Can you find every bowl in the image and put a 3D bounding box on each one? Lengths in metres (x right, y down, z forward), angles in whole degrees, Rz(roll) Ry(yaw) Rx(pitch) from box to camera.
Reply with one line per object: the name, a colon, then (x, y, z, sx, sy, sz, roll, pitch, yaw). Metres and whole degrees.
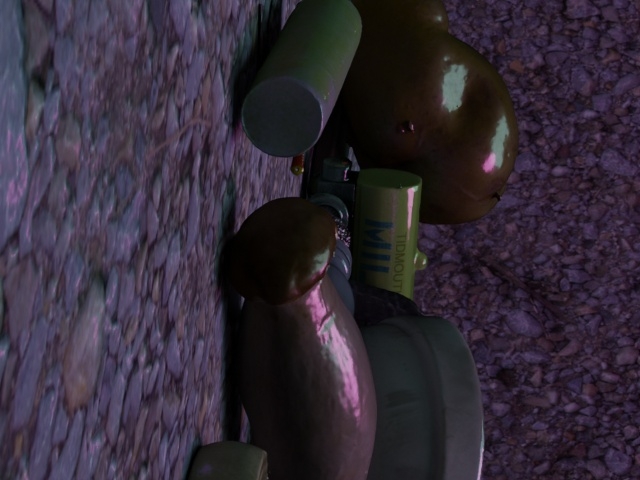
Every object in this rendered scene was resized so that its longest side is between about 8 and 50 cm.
bowl: (0.046, 0.227, 1.693, 0.307, 0.163, 0.307, -174, -90, -70)

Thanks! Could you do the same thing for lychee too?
lychee: (0.000, 0.000, 1.830, 0.067, 0.068, 0.083, -45, 155, 3)

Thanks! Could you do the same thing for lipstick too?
lipstick: (-0.013, -0.155, 1.416, 0.304, 0.076, 0.076, -71, 165, -66)

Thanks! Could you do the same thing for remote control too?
remote control: (0.016, -0.147, 2.095, 0.123, 0.038, 0.285, 82, 16, -60)

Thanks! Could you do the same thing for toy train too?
toy train: (0.053, 0.020, 1.950, 0.105, 0.157, 0.253, -75, 169, -67)

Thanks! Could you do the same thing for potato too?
potato: (0.122, -0.180, 1.994, 0.351, 0.202, 0.218, 56, -22, -13)

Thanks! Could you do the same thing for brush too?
brush: (-0.023, -0.110, 1.733, 0.021, 0.018, 0.083, 119, -24, -78)

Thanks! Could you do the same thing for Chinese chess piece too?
Chinese chess piece: (-0.074, 0.230, 1.252, 0.144, 0.058, 0.144, 5, 90, -86)

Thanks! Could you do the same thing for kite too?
kite: (-0.048, -0.185, 1.443, 0.137, 0.005, 0.152, 84, 12, -70)

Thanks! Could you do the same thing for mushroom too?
mushroom: (-0.016, 0.111, 1.409, 0.128, 0.128, 0.350, -80, 166, -46)

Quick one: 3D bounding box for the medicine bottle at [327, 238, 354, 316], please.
medicine bottle: (-0.009, 0.071, 1.658, 0.217, 0.090, 0.090, -77, 171, -62)

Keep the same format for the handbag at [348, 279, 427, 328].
handbag: (0.039, 0.170, 1.896, 0.088, 0.175, 0.270, -141, -124, -72)
